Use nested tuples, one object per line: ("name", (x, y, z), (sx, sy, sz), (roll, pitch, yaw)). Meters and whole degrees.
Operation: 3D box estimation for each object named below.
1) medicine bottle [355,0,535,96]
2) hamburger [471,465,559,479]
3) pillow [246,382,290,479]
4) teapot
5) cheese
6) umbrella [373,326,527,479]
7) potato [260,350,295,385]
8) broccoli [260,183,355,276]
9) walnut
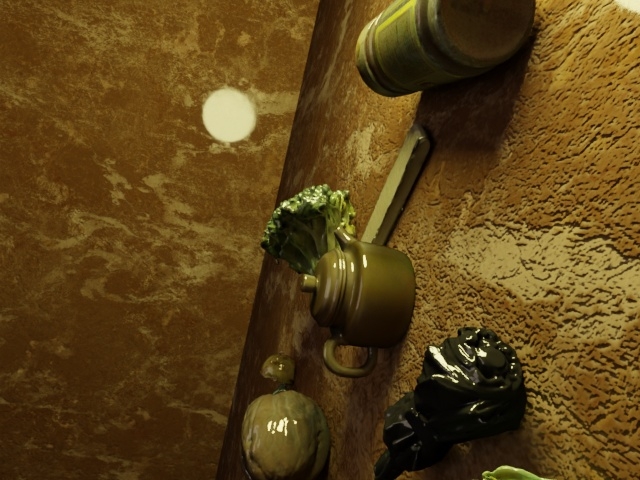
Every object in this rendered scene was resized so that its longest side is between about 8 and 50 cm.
("medicine bottle", (0.171, -0.317, 0.685), (0.322, 0.151, 0.151), (-134, 57, -73))
("hamburger", (0.158, 0.281, 0.293), (0.235, 0.125, 0.214), (106, 165, -85))
("pillow", (-0.137, 0.555, 1.218), (0.335, 0.092, 0.161), (-75, 4, -60))
("teapot", (0.049, 0.103, 0.775), (0.185, 0.175, 0.268), (127, 151, -64))
("cheese", (0.124, -0.040, 0.888), (0.085, 0.034, 0.400), (-92, 20, -57))
("umbrella", (0.131, 0.227, 0.536), (0.118, 0.118, 0.340), (-94, 15, -47))
("potato", (-0.136, 0.397, 1.420), (0.172, 0.100, 0.089), (174, 113, -78))
("broccoli", (0.000, 0.000, 1.038), (0.248, 0.245, 0.288), (-36, -11, 13))
("walnut", (-0.079, 0.445, 0.961), (0.224, 0.224, 0.224), (-168, 90, -76))
